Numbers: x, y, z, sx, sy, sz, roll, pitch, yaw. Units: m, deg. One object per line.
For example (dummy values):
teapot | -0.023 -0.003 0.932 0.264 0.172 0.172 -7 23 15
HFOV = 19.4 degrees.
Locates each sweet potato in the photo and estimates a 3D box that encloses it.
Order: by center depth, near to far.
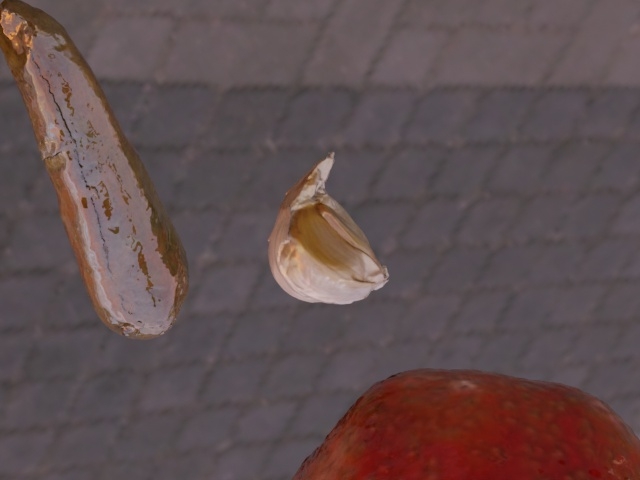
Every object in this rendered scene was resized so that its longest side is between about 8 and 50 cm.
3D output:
sweet potato | -0.153 -0.042 1.270 0.075 0.075 0.273 -26 123 -10

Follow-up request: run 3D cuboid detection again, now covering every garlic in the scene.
garlic | 0.000 0.004 1.340 0.074 0.113 0.094 -31 110 28

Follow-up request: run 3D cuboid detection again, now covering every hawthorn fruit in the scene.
hawthorn fruit | 0.055 0.142 0.704 0.157 0.194 0.157 8 135 8
